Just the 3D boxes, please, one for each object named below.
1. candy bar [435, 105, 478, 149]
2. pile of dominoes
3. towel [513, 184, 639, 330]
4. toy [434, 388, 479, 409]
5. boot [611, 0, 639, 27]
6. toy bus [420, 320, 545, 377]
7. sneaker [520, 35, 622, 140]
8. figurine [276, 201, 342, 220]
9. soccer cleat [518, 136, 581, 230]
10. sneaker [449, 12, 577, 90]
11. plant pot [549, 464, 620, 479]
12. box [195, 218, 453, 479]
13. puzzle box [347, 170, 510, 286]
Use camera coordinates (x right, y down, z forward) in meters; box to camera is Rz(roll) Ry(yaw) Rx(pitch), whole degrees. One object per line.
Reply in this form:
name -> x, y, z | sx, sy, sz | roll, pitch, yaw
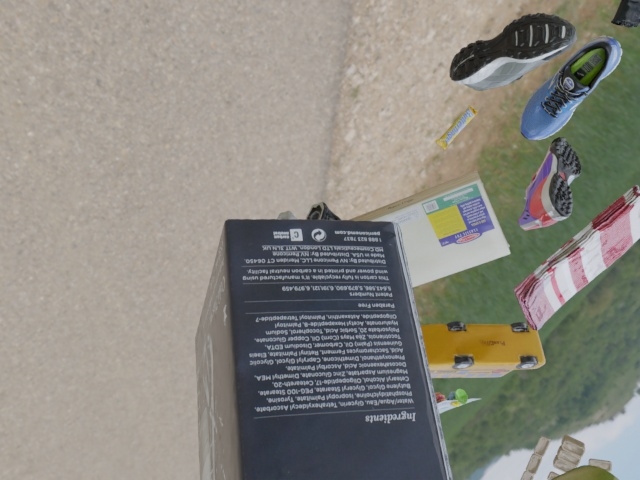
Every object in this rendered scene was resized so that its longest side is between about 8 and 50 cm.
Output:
candy bar -> 0.420, -0.349, 2.053 | 0.161, 0.040, 0.018 | -48, -178, 32
pile of dominoes -> 0.663, 0.665, 1.842 | 0.040, 0.196, 0.251 | -19, 130, -69
towel -> 0.558, 0.049, 1.415 | 0.329, 0.037, 0.237 | -42, 146, 2
toy -> 0.320, 0.456, 1.877 | 0.137, 0.056, 0.237 | 5, 155, -32
boot -> 0.731, -0.575, 1.619 | 0.045, 0.121, 0.099 | -39, 143, -76
toy bus -> 0.374, 0.272, 1.635 | 0.333, 0.108, 0.130 | 3, 149, -19
sneaker -> 0.648, -0.406, 1.774 | 0.330, 0.130, 0.147 | -53, 165, 26
figurine -> 0.000, 0.000, 1.814 | 0.209, 0.215, 0.092 | 37, 58, -35
soccer cleat -> 0.558, -0.145, 1.637 | 0.116, 0.108, 0.318 | -32, -160, 42
sneaker -> 0.400, -0.379, 1.369 | 0.108, 0.100, 0.272 | 20, 161, -37
plant pot -> 0.523, 0.614, 1.389 | 0.294, 0.275, 0.274 | -30, 155, -37
box -> -0.037, 0.283, 1.104 | 0.298, 0.471, 0.479 | 0, 150, -17
puzzle box -> 0.288, -0.005, 1.849 | 0.409, 0.052, 0.272 | -20, 123, 16
